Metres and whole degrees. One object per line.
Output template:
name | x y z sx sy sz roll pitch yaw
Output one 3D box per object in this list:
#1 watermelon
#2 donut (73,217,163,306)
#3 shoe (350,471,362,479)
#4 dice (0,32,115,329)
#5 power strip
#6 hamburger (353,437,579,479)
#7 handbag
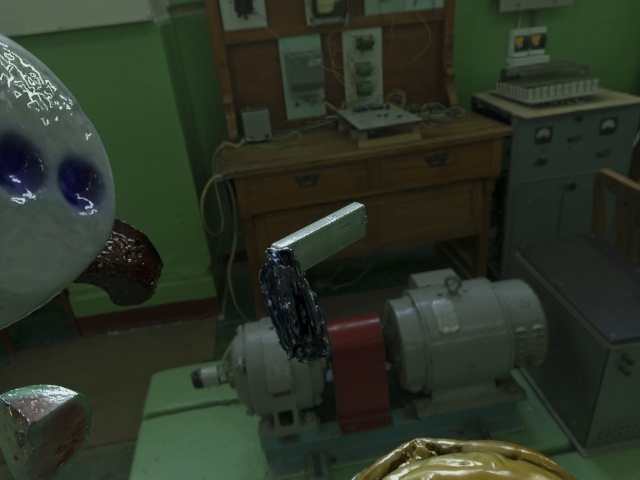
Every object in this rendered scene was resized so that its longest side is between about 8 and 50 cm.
watermelon | -0.689 0.481 1.205 0.223 0.305 0.180 9 30 -15
donut | -0.392 0.034 0.917 0.144 0.187 0.126 -7 52 -1
shoe | 0.077 0.392 0.615 0.079 0.078 0.195 -13 67 -10
dice | -0.396 -0.060 0.503 0.242 0.259 0.251 -9 35 19
power strip | 0.000 0.000 1.352 0.043 0.106 0.367 22 37 39
hamburger | 0.140 0.328 0.427 0.318 0.319 0.158 -7 -8 -1
handbag | -0.060 0.140 1.059 0.113 0.162 0.260 -17 69 -11
